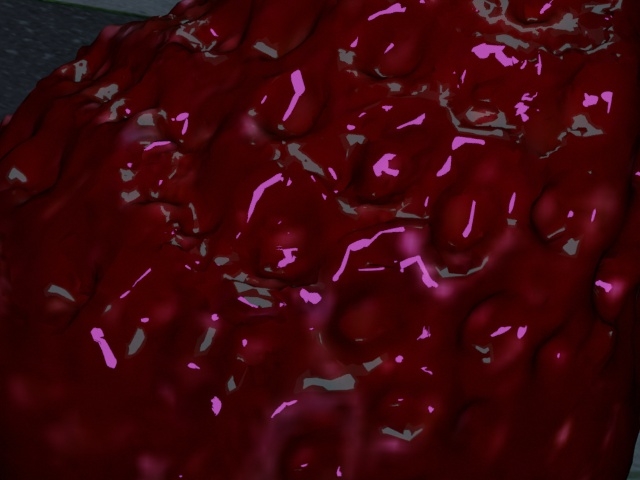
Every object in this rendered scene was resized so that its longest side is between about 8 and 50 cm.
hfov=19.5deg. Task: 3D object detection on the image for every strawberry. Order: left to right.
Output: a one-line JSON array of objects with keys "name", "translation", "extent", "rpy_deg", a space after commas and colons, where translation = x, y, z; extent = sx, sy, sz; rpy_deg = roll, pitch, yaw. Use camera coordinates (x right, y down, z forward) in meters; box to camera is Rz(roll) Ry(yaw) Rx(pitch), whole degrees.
[{"name": "strawberry", "translation": [0.000, 0.000, 0.743], "extent": [0.295, 0.345, 0.317], "rpy_deg": [23, 23, -7]}]
